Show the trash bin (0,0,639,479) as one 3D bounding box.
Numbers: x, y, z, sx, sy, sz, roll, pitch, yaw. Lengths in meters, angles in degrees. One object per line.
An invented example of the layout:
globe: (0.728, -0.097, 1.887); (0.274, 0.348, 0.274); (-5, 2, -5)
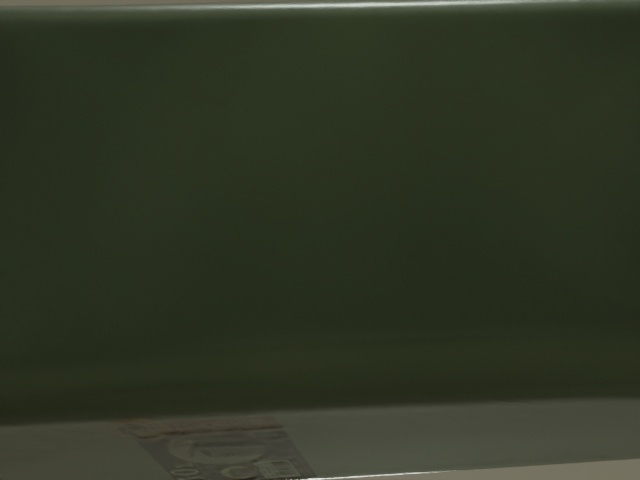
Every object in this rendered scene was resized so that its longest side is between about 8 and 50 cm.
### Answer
trash bin: (0.000, 0.000, 0.895); (0.343, 0.223, 0.158); (-3, -25, 15)
